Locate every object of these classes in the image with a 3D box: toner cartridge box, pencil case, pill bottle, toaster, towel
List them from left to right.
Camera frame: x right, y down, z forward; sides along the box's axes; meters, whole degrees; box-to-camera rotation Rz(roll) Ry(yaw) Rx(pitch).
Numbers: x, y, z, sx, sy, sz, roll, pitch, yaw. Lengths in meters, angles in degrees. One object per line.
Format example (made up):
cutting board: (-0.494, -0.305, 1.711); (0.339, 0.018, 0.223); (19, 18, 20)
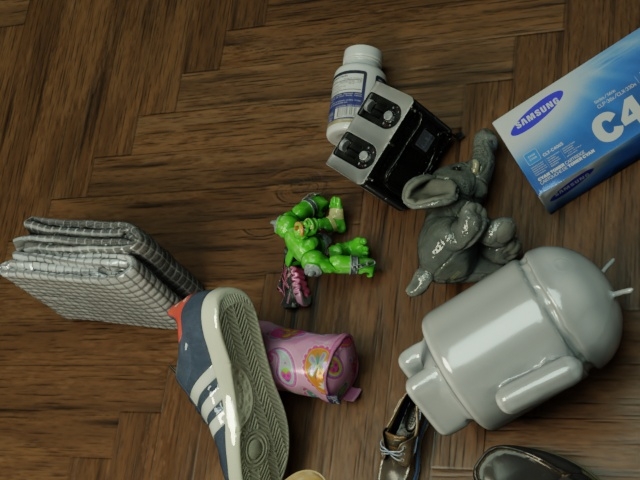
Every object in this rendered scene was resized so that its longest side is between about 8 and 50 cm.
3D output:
towel: (-0.374, 0.057, 2.228); (0.284, 0.235, 0.121); (3, 66, 26)
pencil case: (-0.074, 0.193, 2.090); (0.284, 0.124, 0.124); (7, 72, 28)
pill bottle: (0.066, -0.249, 2.227); (0.094, 0.094, 0.169); (-2, 67, 26)
toaster: (0.120, -0.153, 2.119); (0.110, 0.186, 0.168); (34, 94, 36)
toner cartridge box: (0.463, -0.207, 2.024); (0.348, 0.075, 0.165); (-33, 57, 10)

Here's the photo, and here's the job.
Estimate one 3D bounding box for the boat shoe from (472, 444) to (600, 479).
boat shoe: (0.359, 0.382, 1.781); (0.355, 0.130, 0.132); (28, 82, 33)

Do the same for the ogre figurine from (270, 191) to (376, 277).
ogre figurine: (0.000, 0.000, 2.141); (0.118, 0.097, 0.197); (-17, 68, -25)

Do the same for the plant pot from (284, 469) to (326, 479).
plant pot: (-0.037, 0.425, 1.725); (0.236, 0.032, 0.236); (-44, 32, 38)

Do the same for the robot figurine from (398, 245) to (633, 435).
robot figurine: (0.290, 0.140, 1.881); (0.353, 0.199, 0.300); (-33, 29, 11)

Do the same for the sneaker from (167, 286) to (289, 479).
sneaker: (-0.154, 0.246, 2.012); (0.148, 0.131, 0.350); (-6, 95, 39)

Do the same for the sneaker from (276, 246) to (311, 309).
sneaker: (-0.053, 0.064, 2.182); (0.057, 0.047, 0.119); (-25, 58, 28)

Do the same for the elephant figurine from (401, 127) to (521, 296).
elephant figurine: (0.212, -0.050, 2.053); (0.239, 0.186, 0.169); (-111, 32, -41)

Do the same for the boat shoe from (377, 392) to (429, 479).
boat shoe: (0.118, 0.313, 1.969); (0.066, 0.066, 0.183); (6, 71, 29)
